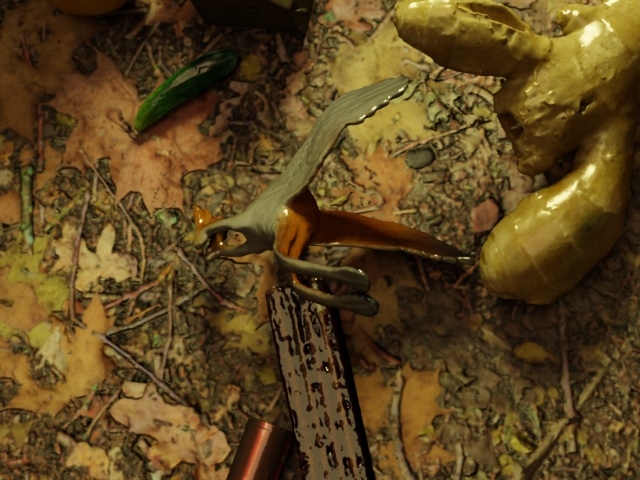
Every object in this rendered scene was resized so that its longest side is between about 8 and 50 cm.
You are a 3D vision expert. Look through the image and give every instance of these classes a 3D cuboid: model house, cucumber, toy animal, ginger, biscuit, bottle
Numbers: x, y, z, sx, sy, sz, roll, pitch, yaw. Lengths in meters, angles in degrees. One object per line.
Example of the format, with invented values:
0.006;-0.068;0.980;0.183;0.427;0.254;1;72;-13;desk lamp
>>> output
-0.119;-0.378;1.589;0.204;0.243;0.211;4;76;12;model house
-0.159;-0.189;1.656;0.168;0.039;0.039;-35;71;2;cucumber
-0.019;0.001;1.467;0.302;0.284;0.225;-8;117;32;toy animal
0.288;-0.141;1.504;0.348;0.122;0.363;-21;88;-14;ginger
0.017;0.234;1.467;0.073;0.107;0.388;-13;73;5;biscuit
-0.082;0.277;1.502;0.060;0.060;0.164;18;79;15;bottle

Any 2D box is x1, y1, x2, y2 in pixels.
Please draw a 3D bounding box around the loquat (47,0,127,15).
-0.279;-0.339;1.672;0.141;0.141;0.141;-3;75;11;loquat
